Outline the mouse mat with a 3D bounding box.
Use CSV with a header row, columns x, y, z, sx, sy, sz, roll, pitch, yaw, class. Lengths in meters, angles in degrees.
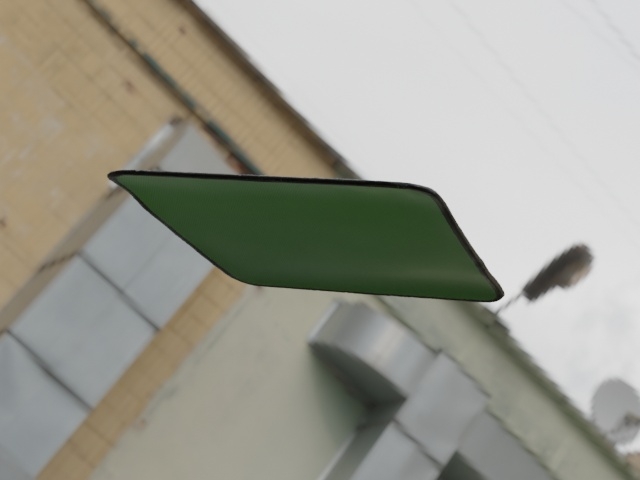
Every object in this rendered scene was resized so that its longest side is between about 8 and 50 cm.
x,y,z,sx,sy,sz,roll,pitch,yaw,class
0.000,0.000,0.720,0.152,0.007,0.190,3,-17,17,mouse mat
